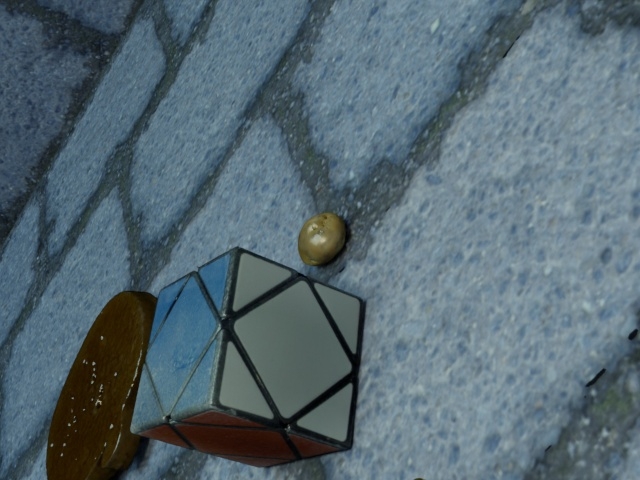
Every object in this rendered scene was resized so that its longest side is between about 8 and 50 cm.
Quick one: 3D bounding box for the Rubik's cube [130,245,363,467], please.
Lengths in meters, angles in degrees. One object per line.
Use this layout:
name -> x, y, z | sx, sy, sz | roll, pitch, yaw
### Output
Rubik's cube -> -0.090, 0.155, 1.209 | 0.205, 0.207, 0.205 | -28, 48, 49

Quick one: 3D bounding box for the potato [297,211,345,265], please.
potato -> 0.000, 0.000, 1.330 | 0.083, 0.062, 0.068 | 114, 175, -46

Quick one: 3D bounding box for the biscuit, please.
biscuit -> -0.374, 0.290, 1.710 | 0.394, 0.070, 0.350 | -60, 32, 12

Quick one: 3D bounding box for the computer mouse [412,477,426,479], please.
computer mouse -> 0.109, 0.335, 0.915 | 0.126, 0.056, 0.245 | -57, 32, 17
